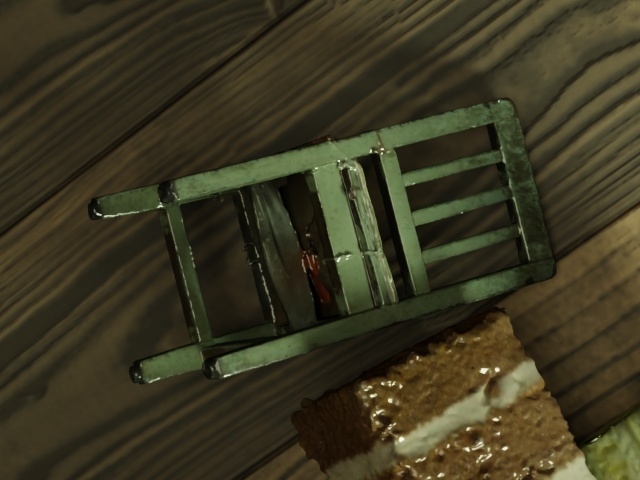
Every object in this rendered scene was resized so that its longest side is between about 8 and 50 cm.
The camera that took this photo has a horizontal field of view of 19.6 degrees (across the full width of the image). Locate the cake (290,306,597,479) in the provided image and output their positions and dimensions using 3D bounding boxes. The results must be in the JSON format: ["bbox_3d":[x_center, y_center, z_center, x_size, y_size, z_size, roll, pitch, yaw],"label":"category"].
[{"bbox_3d":[0.081,0.139,1.209,0.135,0.134,0.147,-27,88,-26],"label":"cake"}]

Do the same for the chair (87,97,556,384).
[{"bbox_3d":[0.000,0.000,1.256,0.270,0.147,0.136,-16,92,-28],"label":"chair"}]

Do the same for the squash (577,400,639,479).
[{"bbox_3d":[0.294,0.213,1.181,0.288,0.111,0.203,56,142,9],"label":"squash"}]
